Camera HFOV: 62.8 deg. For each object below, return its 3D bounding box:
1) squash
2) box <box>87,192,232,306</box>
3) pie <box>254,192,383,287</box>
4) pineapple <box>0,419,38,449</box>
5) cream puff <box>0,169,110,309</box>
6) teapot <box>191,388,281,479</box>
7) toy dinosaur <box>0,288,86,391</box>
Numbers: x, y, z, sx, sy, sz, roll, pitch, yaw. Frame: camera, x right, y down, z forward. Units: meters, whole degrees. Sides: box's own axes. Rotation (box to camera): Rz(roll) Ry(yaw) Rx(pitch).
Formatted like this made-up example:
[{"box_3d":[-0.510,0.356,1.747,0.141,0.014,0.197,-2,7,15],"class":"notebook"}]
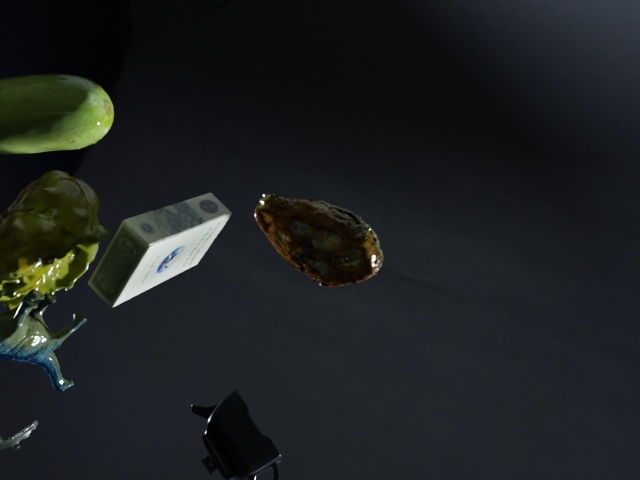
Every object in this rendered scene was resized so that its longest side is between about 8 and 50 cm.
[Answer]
[{"box_3d":[-0.497,-0.186,0.803,0.369,0.119,0.118,-4,153,5],"class":"squash"},{"box_3d":[-0.298,0.010,1.005,0.069,0.256,0.164,43,117,7],"class":"box"},{"box_3d":[-0.001,0.001,1.112,0.307,0.086,0.308,16,149,10],"class":"pie"},{"box_3d":[-0.413,0.215,0.419,0.165,0.166,0.364,8,-177,30],"class":"pineapple"},{"box_3d":[-0.521,0.009,0.998,0.281,0.282,0.185,-4,142,46],"class":"cream puff"},{"box_3d":[-0.131,0.308,0.785,0.177,0.096,0.087,49,156,20],"class":"teapot"},{"box_3d":[-0.494,0.151,0.857,0.076,0.147,0.363,31,167,29],"class":"toy dinosaur"}]
